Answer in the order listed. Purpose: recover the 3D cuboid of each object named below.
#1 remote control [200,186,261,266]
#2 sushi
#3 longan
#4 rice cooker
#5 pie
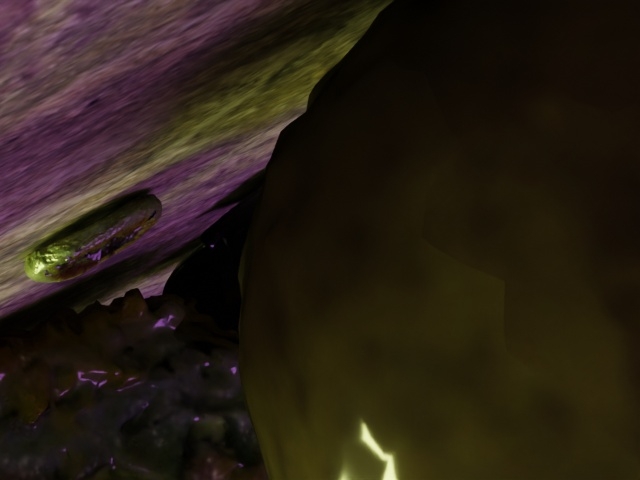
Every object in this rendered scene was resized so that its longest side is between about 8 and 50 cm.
[{"bbox_3d":[0.093,-0.070,1.287,0.399,0.062,0.144,-26,174,-43],"label":"remote control"},{"bbox_3d":[-0.152,0.233,1.219,0.397,0.351,0.240,-21,171,-35],"label":"sushi"},{"bbox_3d":[0.150,0.035,0.812,0.391,0.391,0.391,-29,176,-2],"label":"longan"},{"bbox_3d":[-0.047,0.041,1.355,0.106,0.112,0.165,-34,-176,-38],"label":"rice cooker"},{"bbox_3d":[-0.119,0.001,0.957,0.084,0.021,0.084,-29,177,-2],"label":"pie"}]
